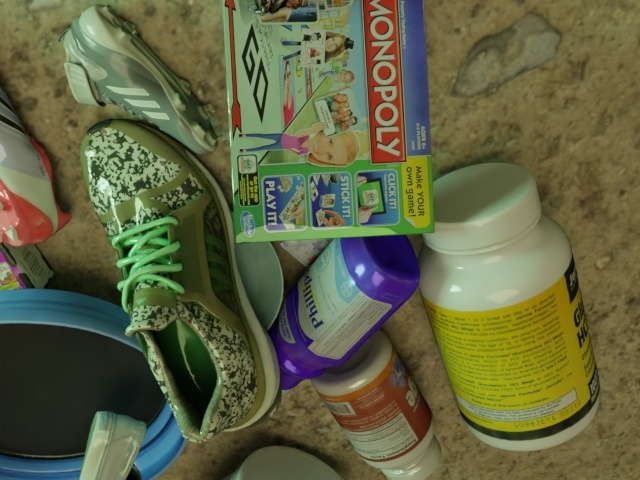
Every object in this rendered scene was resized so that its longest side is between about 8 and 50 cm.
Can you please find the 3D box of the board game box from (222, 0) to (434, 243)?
[{"bbox_3d":[0.008,-0.160,0.818,0.213,0.046,0.317,-3,92,0],"label":"board game box"}]

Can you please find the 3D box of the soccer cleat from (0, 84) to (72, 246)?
[{"bbox_3d":[-0.370,-0.114,0.891,0.083,0.095,0.248,-6,106,36],"label":"soccer cleat"}]

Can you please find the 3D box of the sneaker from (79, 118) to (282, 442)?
[{"bbox_3d":[-0.170,0.046,0.868,0.158,0.182,0.410,-25,91,10],"label":"sneaker"}]

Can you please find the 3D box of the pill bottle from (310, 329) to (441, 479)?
[{"bbox_3d":[0.085,0.235,1.059,0.121,0.121,0.216,-26,116,11],"label":"pill bottle"}]

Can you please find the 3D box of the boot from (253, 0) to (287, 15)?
[{"bbox_3d":[-0.105,-0.326,0.746,0.263,0.091,0.229,-28,101,9],"label":"boot"}]

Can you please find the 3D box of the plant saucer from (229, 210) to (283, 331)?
[{"bbox_3d":[-0.140,0.050,0.980,0.195,0.037,0.195,1,100,7],"label":"plant saucer"}]

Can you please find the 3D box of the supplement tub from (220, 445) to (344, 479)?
[{"bbox_3d":[-0.100,0.491,1.119,0.241,0.241,0.331,24,114,-14],"label":"supplement tub"}]

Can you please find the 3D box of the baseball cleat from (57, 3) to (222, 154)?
[{"bbox_3d":[-0.210,-0.166,0.873,0.109,0.072,0.206,-33,104,21],"label":"baseball cleat"}]

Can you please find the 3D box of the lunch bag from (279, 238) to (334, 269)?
[{"bbox_3d":[0.000,0.000,0.971,0.071,0.053,0.083,-37,120,18],"label":"lunch bag"}]

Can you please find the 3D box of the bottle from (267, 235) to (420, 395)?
[{"bbox_3d":[0.007,0.094,0.950,0.092,0.118,0.283,16,132,-30],"label":"bottle"}]

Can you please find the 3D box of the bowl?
[{"bbox_3d":[-0.369,0.217,1.013,0.391,0.077,0.391,-5,130,-6],"label":"bowl"}]

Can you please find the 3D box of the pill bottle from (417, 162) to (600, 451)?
[{"bbox_3d":[0.228,0.082,0.946,0.188,0.188,0.334,-18,117,7],"label":"pill bottle"}]

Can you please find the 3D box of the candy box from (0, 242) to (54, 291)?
[{"bbox_3d":[-0.464,-0.005,0.938,0.159,0.071,0.233,-22,118,8],"label":"candy box"}]

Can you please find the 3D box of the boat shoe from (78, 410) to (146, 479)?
[{"bbox_3d":[-0.278,0.318,1.012,0.081,0.079,0.227,12,123,-14],"label":"boat shoe"}]
